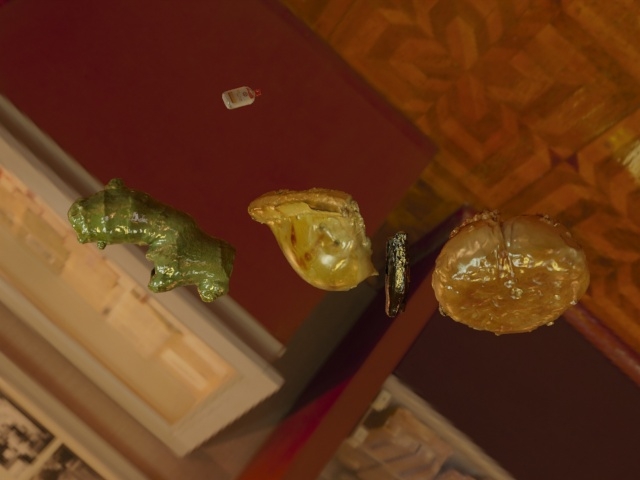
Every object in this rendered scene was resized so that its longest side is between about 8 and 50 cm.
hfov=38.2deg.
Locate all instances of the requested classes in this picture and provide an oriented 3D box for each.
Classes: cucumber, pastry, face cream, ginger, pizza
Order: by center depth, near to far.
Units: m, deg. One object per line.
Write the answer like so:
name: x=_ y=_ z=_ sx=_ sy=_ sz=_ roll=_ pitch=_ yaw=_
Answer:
cucumber: x=0.105 y=0.046 z=1.248 sx=0.034 sy=0.033 sz=0.135 roll=-121 pitch=25 yaw=-63
pizza: x=0.002 y=0.006 z=1.259 sx=0.188 sy=0.080 sz=0.204 roll=45 pitch=154 yaw=-17
ginger: x=-0.265 y=0.004 z=1.497 sx=0.290 sy=0.137 sz=0.089 roll=37 pitch=179 yaw=-22
pastry: x=0.383 y=0.053 z=1.897 sx=0.315 sy=0.184 sz=0.284 roll=-15 pitch=133 yaw=18
face cream: x=-0.159 y=-0.296 z=1.899 sx=0.040 sy=0.083 sz=0.021 roll=64 pitch=150 yaw=9
